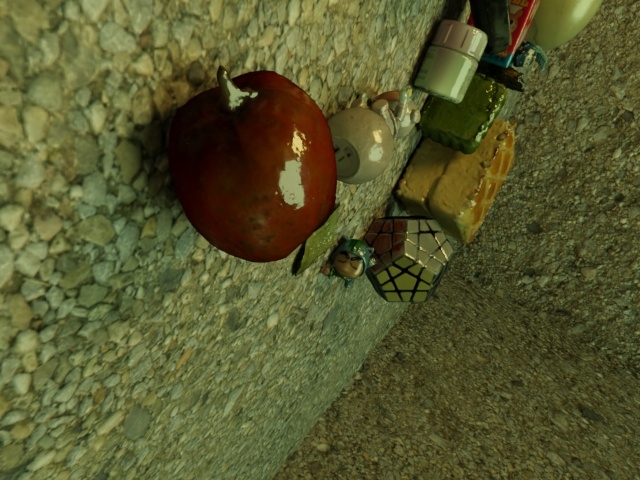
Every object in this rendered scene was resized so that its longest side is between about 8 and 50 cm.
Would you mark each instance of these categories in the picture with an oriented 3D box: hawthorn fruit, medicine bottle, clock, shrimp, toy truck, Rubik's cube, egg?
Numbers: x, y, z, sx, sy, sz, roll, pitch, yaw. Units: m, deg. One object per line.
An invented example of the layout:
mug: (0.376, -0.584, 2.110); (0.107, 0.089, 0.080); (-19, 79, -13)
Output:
hawthorn fruit: (-0.077, -0.093, 0.517); (0.215, 0.215, 0.250); (-50, 158, -25)
medicine bottle: (0.322, -0.441, 1.073); (0.135, 0.135, 0.169); (-21, 136, -59)
clock: (0.411, -0.567, 1.061); (0.215, 0.041, 0.215); (-16, 90, -76)
shrimp: (0.515, -0.488, 1.337); (0.169, 0.296, 0.058); (-38, 122, 20)
toy truck: (0.608, -0.524, 1.236); (0.073, 0.090, 0.056); (-51, 156, -22)
Rubik's cube: (0.276, 0.055, 1.413); (0.319, 0.318, 0.264); (-15, 104, -62)
egg: (0.803, -0.830, 1.468); (0.278, 0.278, 0.336); (-14, 130, -62)

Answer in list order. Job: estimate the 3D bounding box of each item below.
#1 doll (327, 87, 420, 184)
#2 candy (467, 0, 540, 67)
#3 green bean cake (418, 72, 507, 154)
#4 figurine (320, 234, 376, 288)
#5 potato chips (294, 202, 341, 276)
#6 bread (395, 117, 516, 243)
doll: (0.111, -0.221, 0.867); (0.287, 0.151, 0.151); (-46, 154, -41)
candy: (0.520, -0.664, 1.205); (0.100, 0.157, 0.306); (-40, 151, -43)
green bean cake: (0.413, -0.379, 1.263); (0.214, 0.200, 0.113); (-64, 159, 7)
figurine: (0.074, 0.080, 1.224); (0.144, 0.114, 0.178); (-44, 162, -33)
potato chips: (0.000, 0.000, 1.055); (0.209, 0.026, 0.142); (-64, 156, 4)
bread: (0.473, -0.221, 1.494); (0.371, 0.279, 0.390); (-63, 157, -2)
